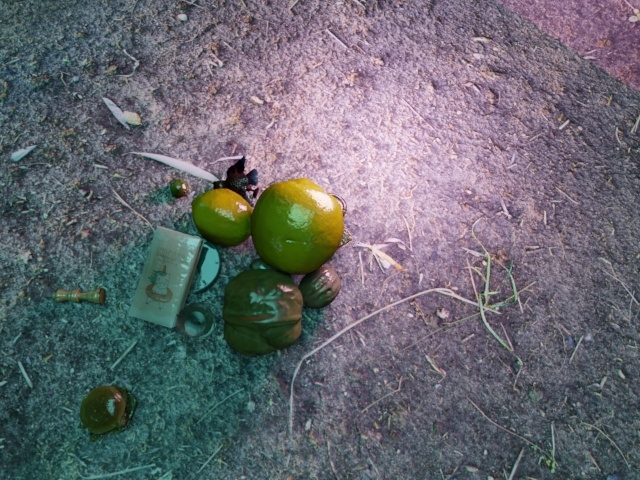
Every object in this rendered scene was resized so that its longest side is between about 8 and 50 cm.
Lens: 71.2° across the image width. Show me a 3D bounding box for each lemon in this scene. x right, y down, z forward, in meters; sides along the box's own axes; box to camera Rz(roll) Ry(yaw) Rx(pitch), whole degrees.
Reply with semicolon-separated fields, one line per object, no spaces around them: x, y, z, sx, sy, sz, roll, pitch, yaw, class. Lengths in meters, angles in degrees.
-0.084;-0.045;1.559;0.347;0.348;0.348;2;72;-6;lemon
-0.354;-0.084;1.636;0.260;0.204;0.204;26;71;0;lemon

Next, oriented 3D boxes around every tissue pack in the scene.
-0.537;0.126;1.568;0.170;0.071;0.326;17;87;4;tissue pack

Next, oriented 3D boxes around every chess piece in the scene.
-0.849;0.195;1.563;0.171;0.060;0.060;0;72;-4;chess piece

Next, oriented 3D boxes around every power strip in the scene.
-0.464;0.061;1.653;0.167;0.054;0.253;-34;79;-18;power strip

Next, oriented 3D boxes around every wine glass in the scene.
-0.410;0.280;1.519;0.122;0.183;0.122;1;74;-5;wine glass

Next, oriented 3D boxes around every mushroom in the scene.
0.045;-0.129;1.776;0.123;0.052;0.123;3;76;-14;mushroom

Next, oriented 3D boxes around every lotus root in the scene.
-0.189;0.120;1.650;0.165;0.088;0.088;25;70;-6;lotus root

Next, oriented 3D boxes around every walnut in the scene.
-0.002;0.170;1.632;0.162;0.140;0.140;-37;79;-7;walnut
-0.195;0.244;1.522;0.276;0.282;0.253;-1;33;0;walnut

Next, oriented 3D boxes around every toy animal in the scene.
-0.329;-0.224;1.730;0.179;0.116;0.219;-7;79;-10;toy animal

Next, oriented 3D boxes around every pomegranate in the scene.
-0.551;-0.199;1.726;0.084;0.073;0.073;-9;69;28;pomegranate

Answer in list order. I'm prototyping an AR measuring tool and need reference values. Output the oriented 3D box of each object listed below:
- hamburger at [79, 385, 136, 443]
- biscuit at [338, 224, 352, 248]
-0.687;0.550;1.424;0.159;0.131;0.185;17;74;3;hamburger
0.000;0.000;1.718;0.230;0.025;0.131;-32;78;-2;biscuit
